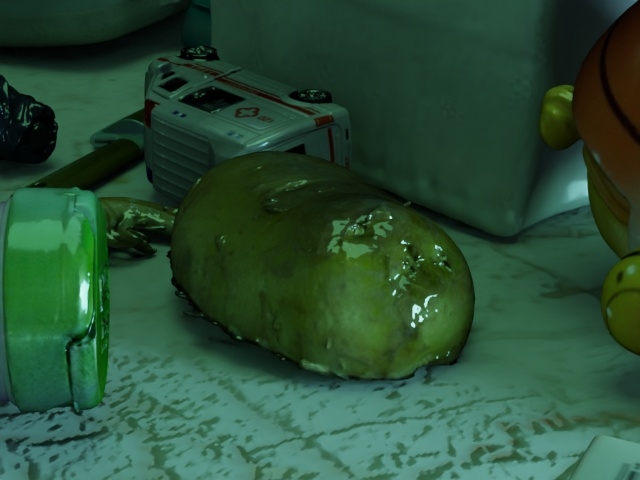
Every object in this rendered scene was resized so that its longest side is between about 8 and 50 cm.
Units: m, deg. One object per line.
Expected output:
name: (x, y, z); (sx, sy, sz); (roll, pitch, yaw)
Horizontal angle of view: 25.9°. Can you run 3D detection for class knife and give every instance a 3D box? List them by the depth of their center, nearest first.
knife: (-0.149, -0.084, 1.093); (0.061, 0.027, 0.343); (5, 22, 23)

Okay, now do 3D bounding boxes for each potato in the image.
potato: (0.000, 0.000, 0.787); (0.164, 0.081, 0.200); (-11, 28, -36)

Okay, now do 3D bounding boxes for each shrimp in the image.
shrimp: (-0.121, 0.010, 0.854); (0.124, 0.034, 0.178); (8, 18, 3)

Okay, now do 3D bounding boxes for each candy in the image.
candy: (0.063, -0.154, 1.027); (0.145, 0.208, 0.358); (-16, 26, -38)

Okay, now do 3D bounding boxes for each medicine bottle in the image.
medicine bottle: (-0.238, 0.031, 0.656); (0.274, 0.133, 0.133); (-2, 22, -4)
medicine bottle: (-0.240, -0.292, 1.471); (0.282, 0.123, 0.375); (4, 20, 23)

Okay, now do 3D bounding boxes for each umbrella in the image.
umbrella: (-0.300, -0.110, 1.101); (0.248, 0.071, 0.071); (18, 27, 40)

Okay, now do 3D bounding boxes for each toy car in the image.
toy car: (-0.075, -0.071, 0.978); (0.108, 0.089, 0.209); (-21, 33, -36)

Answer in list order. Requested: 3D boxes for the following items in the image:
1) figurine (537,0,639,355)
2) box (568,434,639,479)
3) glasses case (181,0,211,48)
figurine: (0.271, -0.043, 0.767); (0.320, 0.196, 0.323); (-20, 39, -28)
box: (0.169, 0.165, 0.381); (0.273, 0.091, 0.221); (12, 25, 26)
glasses case: (-0.003, -0.191, 1.312); (0.117, 0.070, 0.301); (-17, 29, -36)
